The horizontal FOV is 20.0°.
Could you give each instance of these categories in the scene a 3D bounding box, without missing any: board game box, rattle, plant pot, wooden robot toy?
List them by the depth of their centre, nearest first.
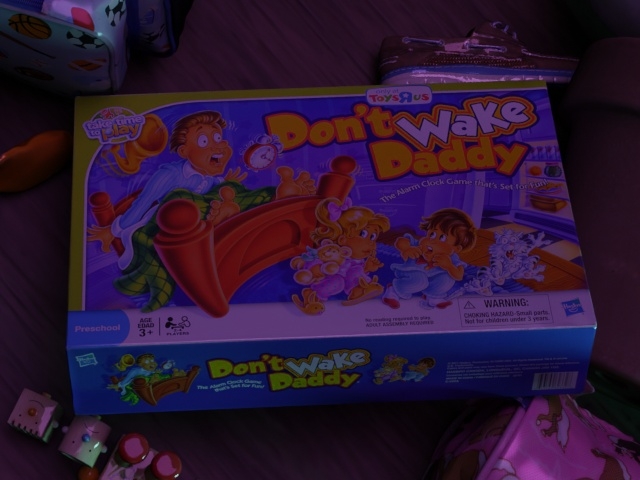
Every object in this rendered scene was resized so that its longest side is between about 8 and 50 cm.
[{"bbox_3d":[-0.144,0.172,1.254,0.173,0.076,0.079,28,75,-5],"label":"wooden robot toy"},{"bbox_3d":[0.000,0.000,1.271,0.347,0.078,0.233,-3,49,-3],"label":"board game box"},{"bbox_3d":[-0.299,-0.087,1.304,0.199,0.130,0.143,20,51,20],"label":"rattle"},{"bbox_3d":[0.269,0.008,1.362,0.263,0.263,0.229,28,81,-6],"label":"plant pot"}]

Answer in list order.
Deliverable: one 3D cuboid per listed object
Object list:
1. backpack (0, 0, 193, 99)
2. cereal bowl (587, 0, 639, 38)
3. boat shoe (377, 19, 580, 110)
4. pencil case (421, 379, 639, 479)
[{"bbox_3d":[-0.215,-0.229,1.293,0.263,0.276,0.213,25,73,0],"label":"backpack"},{"bbox_3d":[0.355,-0.180,1.450,0.339,0.141,0.339,15,24,-7],"label":"cereal bowl"},{"bbox_3d":[0.135,-0.143,1.460,0.183,0.066,0.066,-1,69,-18],"label":"boat shoe"},{"bbox_3d":[0.259,0.242,1.305,0.386,0.160,0.167,32,99,-4],"label":"pencil case"}]
